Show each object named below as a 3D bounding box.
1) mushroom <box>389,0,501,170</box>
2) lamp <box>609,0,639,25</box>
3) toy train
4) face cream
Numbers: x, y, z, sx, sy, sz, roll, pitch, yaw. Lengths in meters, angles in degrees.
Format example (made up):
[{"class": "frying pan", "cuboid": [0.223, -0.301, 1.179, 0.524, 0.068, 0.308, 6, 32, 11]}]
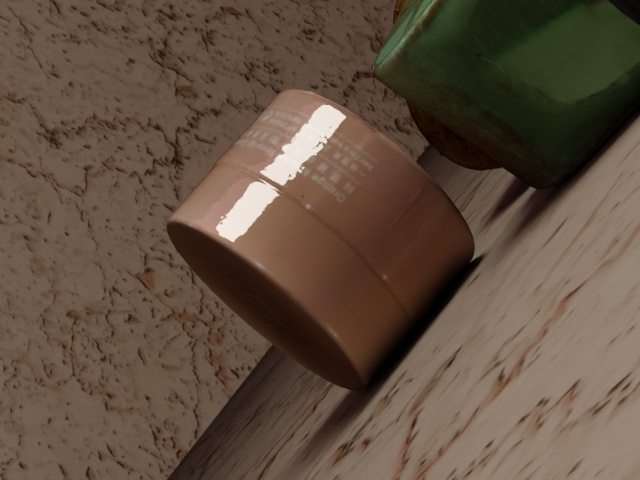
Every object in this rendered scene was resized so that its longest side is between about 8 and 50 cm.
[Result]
[{"class": "mushroom", "cuboid": [0.134, -0.154, 1.154, 0.231, 0.138, 0.194, -51, 1, -2]}, {"class": "lamp", "cuboid": [0.175, -0.171, 0.580, 0.227, 0.147, 0.172, -40, 20, 39]}, {"class": "toy train", "cuboid": [0.147, -0.151, 0.939, 0.326, 0.129, 0.159, -49, 8, 39]}, {"class": "face cream", "cuboid": [0.000, 0.000, 1.095, 0.104, 0.149, 0.149, -49, 1, -14]}]
